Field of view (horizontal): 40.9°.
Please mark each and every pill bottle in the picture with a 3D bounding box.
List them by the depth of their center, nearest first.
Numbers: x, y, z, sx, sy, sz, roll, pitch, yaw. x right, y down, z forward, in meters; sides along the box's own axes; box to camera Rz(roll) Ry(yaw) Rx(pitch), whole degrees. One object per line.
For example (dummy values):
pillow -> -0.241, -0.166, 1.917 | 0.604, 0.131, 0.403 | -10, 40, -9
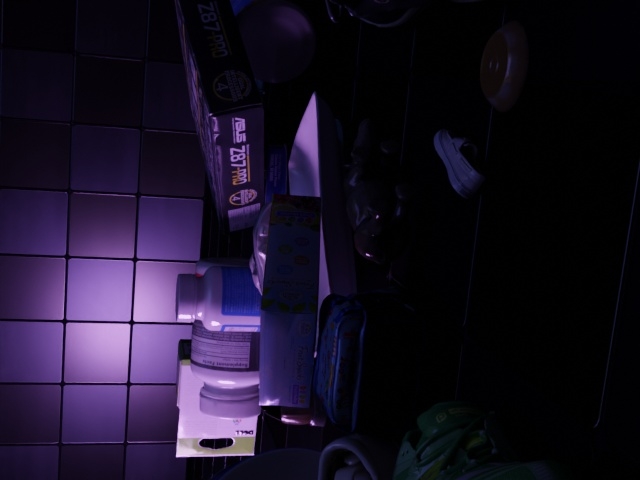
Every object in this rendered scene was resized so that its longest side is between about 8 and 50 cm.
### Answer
pill bottle -> -0.159, 0.110, 1.622 | 0.124, 0.221, 0.124 | -177, 90, -76
pill bottle -> -0.104, -0.409, 1.642 | 0.272, 0.152, 0.152 | -114, 30, -61
pill bottle -> -0.180, 0.200, 1.783 | 0.176, 0.176, 0.318 | -159, 72, -75

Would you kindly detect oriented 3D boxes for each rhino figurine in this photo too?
rhino figurine -> 0.064, -0.069, 1.061 | 0.243, 0.073, 0.106 | -99, 11, -49

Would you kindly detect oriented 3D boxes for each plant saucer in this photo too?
plant saucer -> 0.165, -0.160, 0.787 | 0.083, 0.015, 0.083 | -178, 90, -76
plant saucer -> 0.029, -0.126, 1.319 | 0.119, 0.021, 0.119 | -177, 90, -76

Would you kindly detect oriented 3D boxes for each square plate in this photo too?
square plate -> 0.000, 0.000, 1.271 | 0.347, 0.049, 0.344 | 125, 142, -76

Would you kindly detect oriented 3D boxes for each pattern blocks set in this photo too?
pattern blocks set -> -0.116, -0.209, 1.777 | 0.285, 0.026, 0.325 | -74, -22, -86

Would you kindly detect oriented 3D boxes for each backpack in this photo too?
backpack -> 0.052, 0.127, 0.987 | 0.173, 0.117, 0.158 | -130, 45, -74

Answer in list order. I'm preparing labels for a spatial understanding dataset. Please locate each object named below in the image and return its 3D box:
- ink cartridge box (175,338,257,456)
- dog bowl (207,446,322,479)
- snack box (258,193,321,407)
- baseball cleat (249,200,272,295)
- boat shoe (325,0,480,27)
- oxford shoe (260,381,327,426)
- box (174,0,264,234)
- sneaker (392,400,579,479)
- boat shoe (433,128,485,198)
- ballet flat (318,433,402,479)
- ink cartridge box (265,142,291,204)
ink cartridge box -> -0.236, 0.359, 1.955 | 0.097, 0.189, 0.255 | -121, 36, -65
dog bowl -> -0.042, 0.381, 1.006 | 0.104, 0.265, 0.265 | 130, 140, -64
snack box -> -0.037, 0.073, 1.066 | 0.207, 0.070, 0.174 | -86, 1, -47
baseball cleat -> -0.090, 0.018, 1.416 | 0.109, 0.072, 0.206 | 41, 136, 53
boat shoe -> 0.068, -0.328, 0.930 | 0.500, 0.156, 0.186 | -129, 42, -72
oxford shoe -> -0.058, 0.257, 1.452 | 0.227, 0.096, 0.082 | 180, 90, -78
box -> -0.179, -0.239, 1.529 | 0.395, 0.097, 0.318 | 95, 158, -62
sneaker -> 0.117, 0.196, 0.720 | 0.295, 0.109, 0.123 | 134, 132, -70
boat shoe -> 0.141, -0.084, 0.849 | 0.035, 0.035, 0.100 | -46, 30, 27
ballet flat -> 0.041, 0.393, 0.886 | 0.139, 0.139, 0.400 | 121, 151, -62
ink cartridge box -> -0.078, -0.060, 1.574 | 0.224, 0.045, 0.223 | 52, -140, -88
